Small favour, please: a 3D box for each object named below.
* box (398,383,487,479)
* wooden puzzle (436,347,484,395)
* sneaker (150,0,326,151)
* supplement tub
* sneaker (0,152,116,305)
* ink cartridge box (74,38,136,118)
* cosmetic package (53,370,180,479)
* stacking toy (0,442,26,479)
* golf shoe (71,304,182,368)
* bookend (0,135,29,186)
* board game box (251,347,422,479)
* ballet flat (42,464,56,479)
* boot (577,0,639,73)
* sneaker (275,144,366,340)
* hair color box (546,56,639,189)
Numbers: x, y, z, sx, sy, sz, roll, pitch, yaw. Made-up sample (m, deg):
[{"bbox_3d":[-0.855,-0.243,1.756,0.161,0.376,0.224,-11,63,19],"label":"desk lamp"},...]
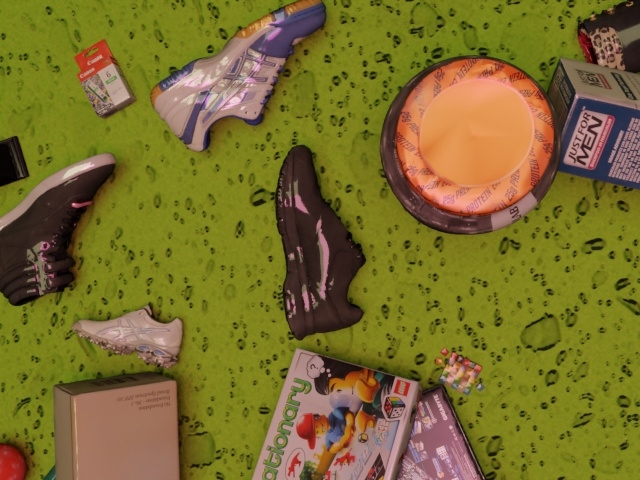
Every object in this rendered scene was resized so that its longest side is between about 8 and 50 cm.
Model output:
[{"bbox_3d":[0.144,0.343,1.034,0.175,0.051,0.220,-26,73,8],"label":"box"},{"bbox_3d":[0.209,0.199,1.069,0.083,0.006,0.049,25,94,7],"label":"wooden puzzle"},{"bbox_3d":[-0.104,-0.247,1.075,0.296,0.112,0.131,-31,104,9],"label":"sneaker"},{"bbox_3d":[0.183,-0.110,0.903,0.207,0.338,0.207,0,91,8],"label":"supplement tub"},{"bbox_3d":[-0.403,-0.008,1.112,0.295,0.104,0.147,-35,88,13],"label":"sneaker"},{"bbox_3d":[-0.348,-0.259,1.133,0.062,0.029,0.115,-28,87,8],"label":"ink cartridge box"},{"bbox_3d":[-0.299,0.362,1.057,0.160,0.113,0.310,-3,90,-35],"label":"cosmetic package"},{"bbox_3d":[-0.635,0.367,1.141,0.330,0.141,0.141,4,91,2],"label":"stacking toy"},{"bbox_3d":[-0.299,0.139,1.124,0.176,0.069,0.086,15,73,5],"label":"golf shoe"},{"bbox_3d":[-0.570,-0.113,1.103,0.156,0.157,0.072,-18,88,9],"label":"bookend"},{"bbox_3d":[0.010,0.323,1.007,0.192,0.053,0.306,12,72,22],"label":"board game box"},{"bbox_3d":[-0.385,0.354,1.136,0.068,0.072,0.213,31,96,-21],"label":"ballet flat"},{"bbox_3d":[0.446,-0.342,0.991,0.178,0.085,0.237,-15,89,10],"label":"boot"},{"bbox_3d":[0.000,0.000,1.061,0.130,0.109,0.287,-6,97,-1],"label":"sneaker"},{"bbox_3d":[0.471,-0.130,0.923,0.347,0.174,0.105,14,120,3],"label":"hair color box"}]
